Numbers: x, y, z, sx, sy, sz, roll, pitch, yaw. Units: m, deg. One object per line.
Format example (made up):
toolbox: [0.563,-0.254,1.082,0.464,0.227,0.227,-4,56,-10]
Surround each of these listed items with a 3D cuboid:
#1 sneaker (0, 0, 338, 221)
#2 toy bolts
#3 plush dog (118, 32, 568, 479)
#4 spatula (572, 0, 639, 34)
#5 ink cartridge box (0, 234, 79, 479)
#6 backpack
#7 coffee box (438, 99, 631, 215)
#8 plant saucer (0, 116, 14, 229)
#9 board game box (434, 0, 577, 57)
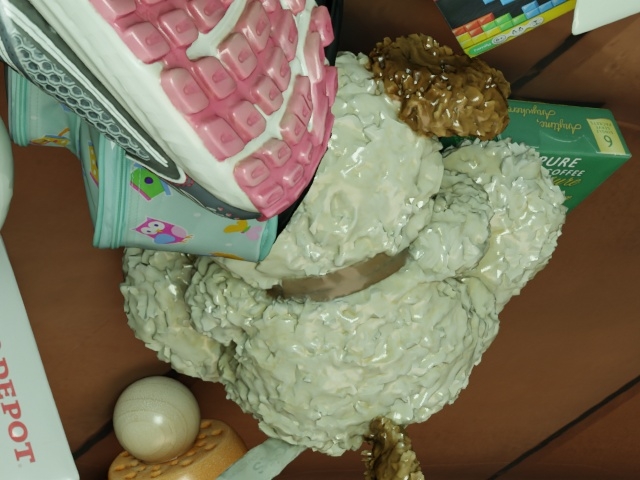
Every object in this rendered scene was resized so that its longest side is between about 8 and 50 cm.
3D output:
sneaker: [-0.116,-0.118,0.688,0.112,0.299,0.121,-38,-167,40]
toy bolts: [-0.170,0.183,1.392,0.228,0.158,0.218,-25,-164,-13]
plush dog: [0.000,0.000,1.038,0.262,0.210,0.225,-15,128,7]
spatula: [0.221,-0.196,0.897,0.242,0.019,0.168,-22,134,-19]
ink cartridge box: [-0.274,0.118,1.083,0.233,0.171,0.168,-10,152,-23]
backpack: [-0.059,-0.087,0.821,0.144,0.188,0.166,1,152,-9]
coffee box: [0.096,-0.020,1.236,0.113,0.040,0.184,1,147,-36]
plant saucer: [-0.325,0.003,0.785,0.400,0.100,0.400,-3,155,-1]
board game box: [0.123,-0.170,0.956,0.170,0.048,0.141,-26,155,10]
